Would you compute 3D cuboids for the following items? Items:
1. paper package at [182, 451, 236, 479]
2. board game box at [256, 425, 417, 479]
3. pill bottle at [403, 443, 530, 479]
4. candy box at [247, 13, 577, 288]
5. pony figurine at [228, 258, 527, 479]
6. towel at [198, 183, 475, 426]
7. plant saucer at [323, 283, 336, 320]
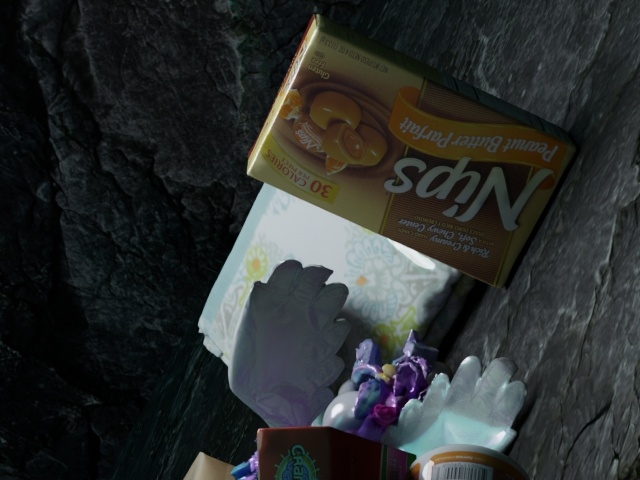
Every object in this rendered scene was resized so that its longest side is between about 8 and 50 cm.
[{"bbox_3d":[-0.163,0.507,2.418,0.325,0.168,0.309,-81,17,-51],"label":"paper package"},{"bbox_3d":[0.024,0.295,1.566,0.316,0.064,0.242,33,-127,-71],"label":"board game box"},{"bbox_3d":[0.120,0.293,1.564,0.216,0.121,0.121,-78,15,-47],"label":"pill bottle"},{"bbox_3d":[0.098,-0.097,1.978,0.087,0.316,0.183,-95,30,-71],"label":"candy box"},{"bbox_3d":[0.035,0.208,1.891,0.351,0.302,0.363,-63,-11,14],"label":"pony figurine"},{"bbox_3d":[0.016,0.076,2.233,0.320,0.090,0.374,47,123,33],"label":"towel"},{"bbox_3d":[-0.011,0.141,2.106,0.198,0.036,0.199,14,-90,-90],"label":"plant saucer"}]
